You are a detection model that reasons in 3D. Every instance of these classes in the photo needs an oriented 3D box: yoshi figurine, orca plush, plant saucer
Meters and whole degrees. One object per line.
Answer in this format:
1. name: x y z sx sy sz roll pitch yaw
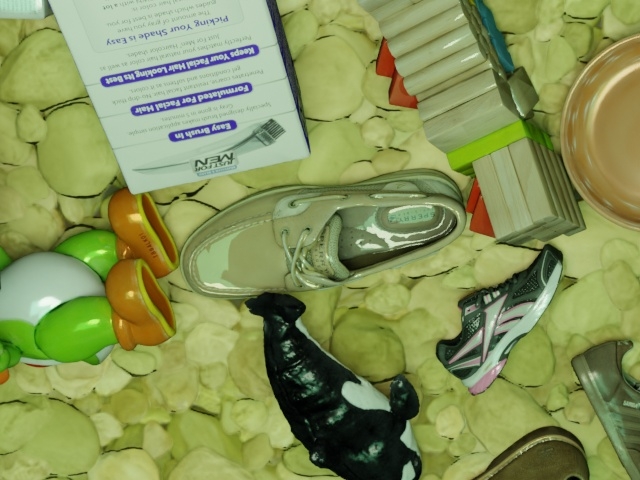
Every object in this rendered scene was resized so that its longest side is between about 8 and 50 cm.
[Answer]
1. yoshi figurine: -0.337 0.052 1.420 0.362 0.203 0.203 -17 87 12
2. orca plush: 0.018 0.181 1.455 0.151 0.102 0.287 -9 126 18
3. plant saucer: 0.336 -0.106 1.390 0.200 0.037 0.199 0 91 22

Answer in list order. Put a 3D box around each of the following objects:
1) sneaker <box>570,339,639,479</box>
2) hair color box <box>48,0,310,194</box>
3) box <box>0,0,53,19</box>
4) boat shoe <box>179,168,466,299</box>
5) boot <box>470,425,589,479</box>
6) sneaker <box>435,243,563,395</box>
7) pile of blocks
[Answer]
1. sneaker: 0.338 0.193 1.510 0.071 0.066 0.188 -28 104 7
2. hair color box: -0.134 -0.205 1.300 0.185 0.110 0.338 -11 136 4
3. box: -0.295 -0.376 1.354 0.067 0.063 0.323 0 106 0
4. boat shoe: 0.000 0.000 1.441 0.302 0.098 0.109 -12 105 4
5. boot: 0.168 0.331 1.528 0.112 0.115 0.305 42 103 -12
6. sneaker: 0.184 0.074 1.479 0.077 0.072 0.178 35 98 2
7. pile of blocks: 0.132 -0.147 1.392 0.113 0.149 0.362 -24 95 24
